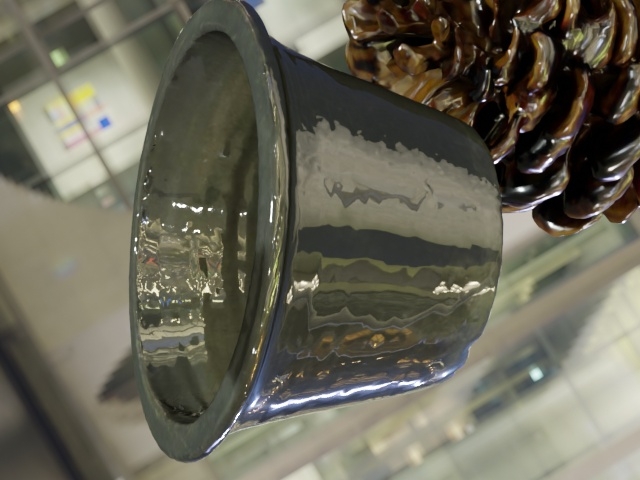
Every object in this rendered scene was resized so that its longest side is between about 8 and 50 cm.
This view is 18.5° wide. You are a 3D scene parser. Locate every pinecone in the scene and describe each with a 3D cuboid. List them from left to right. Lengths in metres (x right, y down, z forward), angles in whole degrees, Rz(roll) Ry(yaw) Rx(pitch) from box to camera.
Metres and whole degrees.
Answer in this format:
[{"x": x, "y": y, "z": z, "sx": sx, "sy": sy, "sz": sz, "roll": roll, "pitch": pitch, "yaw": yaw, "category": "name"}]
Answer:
[{"x": 0.132, "y": -0.120, "z": 1.203, "sx": 0.272, "sy": 0.224, "sz": 0.224, "roll": 18, "pitch": 30, "yaw": -50, "category": "pinecone"}]

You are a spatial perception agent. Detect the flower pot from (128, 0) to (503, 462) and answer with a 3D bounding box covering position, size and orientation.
[{"x": 0.000, "y": 0.000, "z": 1.006, "sx": 0.235, "sy": 0.148, "sz": 0.235, "roll": -174, "pitch": -90, "yaw": -68, "category": "flower pot"}]
